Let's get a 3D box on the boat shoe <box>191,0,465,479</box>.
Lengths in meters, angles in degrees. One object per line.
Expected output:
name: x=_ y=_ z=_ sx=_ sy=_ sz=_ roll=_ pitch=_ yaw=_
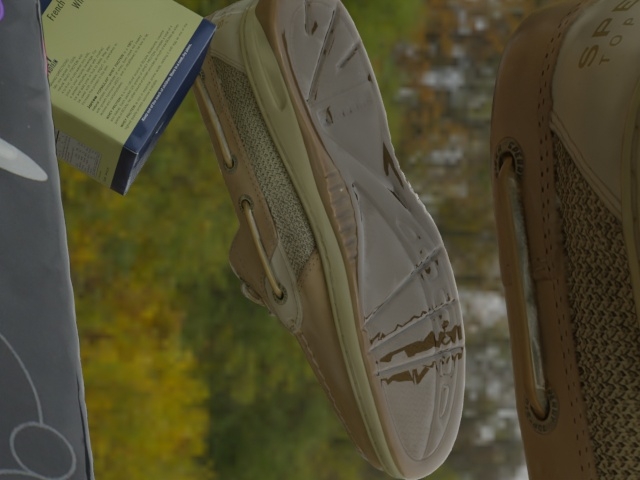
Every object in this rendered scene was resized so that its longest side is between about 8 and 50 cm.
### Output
boat shoe: x=0.000 y=0.000 z=1.106 sx=0.109 sy=0.098 sz=0.302 roll=-25 pitch=98 yaw=-52

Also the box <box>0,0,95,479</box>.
box: x=-0.164 y=0.008 z=0.449 sx=0.143 sy=0.165 sz=0.270 roll=-54 pitch=-147 yaw=33

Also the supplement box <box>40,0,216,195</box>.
supplement box: x=-0.110 y=-0.083 z=0.906 sx=0.083 sy=0.083 sz=0.056 roll=-61 pitch=-178 yaw=-25

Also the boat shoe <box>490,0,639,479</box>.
boat shoe: x=0.117 y=0.098 z=0.511 sx=0.110 sy=0.122 sz=0.341 roll=9 pitch=-70 yaw=52
